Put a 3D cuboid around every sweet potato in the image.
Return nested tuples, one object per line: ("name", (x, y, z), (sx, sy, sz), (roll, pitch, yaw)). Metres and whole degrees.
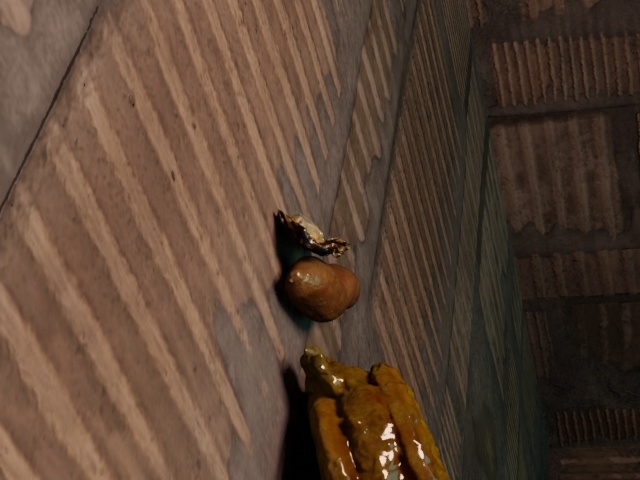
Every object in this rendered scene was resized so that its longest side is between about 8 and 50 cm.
("sweet potato", (0.007, 0.053, 1.186), (0.218, 0.051, 0.065), (20, 72, -73))

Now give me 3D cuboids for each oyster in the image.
("oyster", (-0.001, 0.001, 1.150), (0.029, 0.086, 0.132), (-59, 149, 0))

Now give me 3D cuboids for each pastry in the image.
("pastry", (0.068, 0.229, 1.132), (0.240, 0.132, 0.235), (79, -2, -64))
